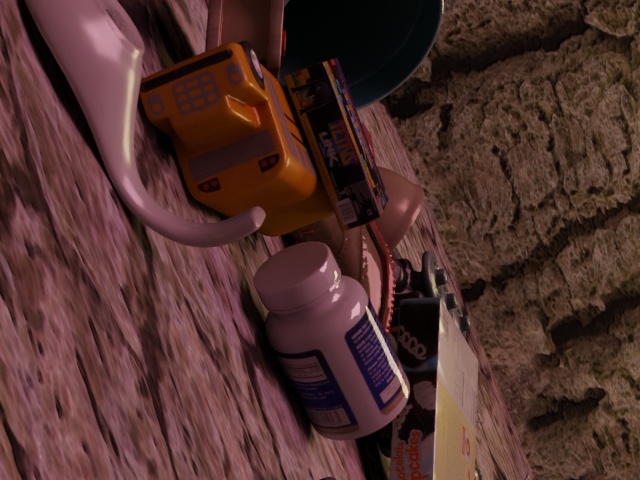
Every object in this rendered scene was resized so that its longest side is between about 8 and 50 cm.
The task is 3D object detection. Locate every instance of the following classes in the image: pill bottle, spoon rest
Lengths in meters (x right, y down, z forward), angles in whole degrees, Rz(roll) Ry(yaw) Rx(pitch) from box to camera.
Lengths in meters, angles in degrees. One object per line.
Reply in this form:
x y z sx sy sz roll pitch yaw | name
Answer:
0.008 0.099 1.477 0.112 0.112 0.187 -94 161 -62 | pill bottle
-0.156 -0.104 1.162 0.276 0.084 0.137 54 10 -6 | spoon rest

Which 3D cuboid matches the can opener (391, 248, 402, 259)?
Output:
0.100 0.067 2.279 0.093 0.074 0.280 32 -18 37 | can opener

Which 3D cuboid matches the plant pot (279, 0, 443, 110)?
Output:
-0.007 -0.357 2.026 0.255 0.271 0.272 58 1 39 | plant pot

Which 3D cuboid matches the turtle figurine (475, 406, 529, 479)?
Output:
0.201 0.339 2.049 0.175 0.118 0.234 55 23 9 | turtle figurine

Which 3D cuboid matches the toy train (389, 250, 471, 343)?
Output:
0.132 0.147 2.067 0.334 0.142 0.190 56 27 -60 | toy train

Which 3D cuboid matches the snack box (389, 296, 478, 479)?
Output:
0.139 0.253 1.775 0.187 0.060 0.322 55 34 -54 | snack box

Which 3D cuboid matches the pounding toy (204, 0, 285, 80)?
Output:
-0.115 -0.223 1.589 0.269 0.155 0.154 -99 -167 -79 | pounding toy

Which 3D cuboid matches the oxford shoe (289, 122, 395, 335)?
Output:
0.000 0.000 1.776 0.130 0.123 0.348 13 55 -36 | oxford shoe

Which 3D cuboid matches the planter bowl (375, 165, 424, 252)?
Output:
0.046 -0.039 1.943 0.109 0.162 0.162 39 17 -13 | planter bowl

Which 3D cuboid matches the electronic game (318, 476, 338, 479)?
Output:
0.040 0.328 1.344 0.229 0.048 0.229 -21 90 -80 | electronic game

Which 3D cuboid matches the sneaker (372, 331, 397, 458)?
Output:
0.075 0.173 1.843 0.086 0.064 0.192 64 12 -57 | sneaker

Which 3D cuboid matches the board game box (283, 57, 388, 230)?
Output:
0.020 -0.104 1.537 0.141 0.048 0.170 -55 125 -78 | board game box

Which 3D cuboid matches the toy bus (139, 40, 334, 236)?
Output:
-0.073 -0.095 1.466 0.332 0.108 0.130 31 40 -76 | toy bus
